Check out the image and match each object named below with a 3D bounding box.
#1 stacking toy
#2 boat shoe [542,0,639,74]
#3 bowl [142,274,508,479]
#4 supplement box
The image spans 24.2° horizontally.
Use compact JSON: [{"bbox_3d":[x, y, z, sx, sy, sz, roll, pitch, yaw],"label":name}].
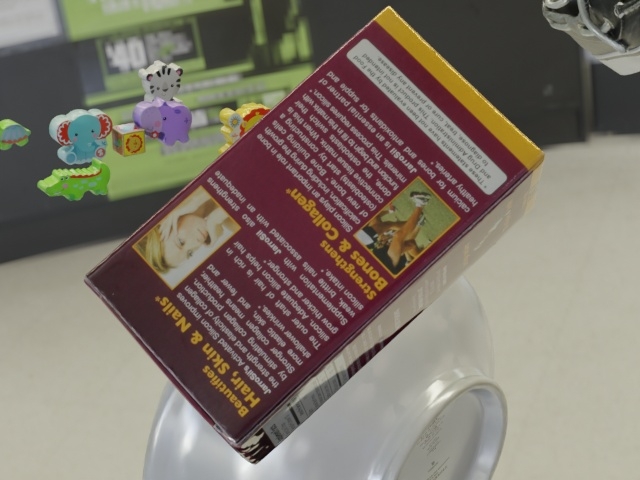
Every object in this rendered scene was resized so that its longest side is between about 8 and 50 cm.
[{"bbox_3d":[-0.174,-0.100,1.306,0.221,0.052,0.167,-15,27,-31],"label":"stacking toy"},{"bbox_3d":[0.231,-0.196,1.107,0.105,0.113,0.306,27,3,-3],"label":"boat shoe"},{"bbox_3d":[0.032,0.129,0.998,0.134,0.297,0.298,26,42,31],"label":"bowl"},{"bbox_3d":[0.000,0.000,0.687,0.188,0.081,0.104,-42,76,-7],"label":"supplement box"}]
